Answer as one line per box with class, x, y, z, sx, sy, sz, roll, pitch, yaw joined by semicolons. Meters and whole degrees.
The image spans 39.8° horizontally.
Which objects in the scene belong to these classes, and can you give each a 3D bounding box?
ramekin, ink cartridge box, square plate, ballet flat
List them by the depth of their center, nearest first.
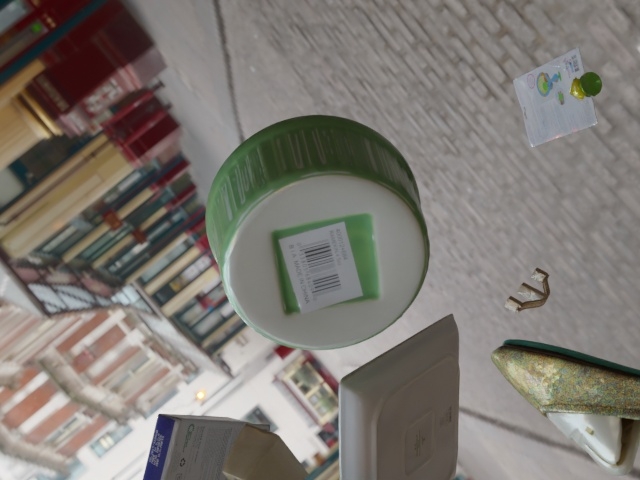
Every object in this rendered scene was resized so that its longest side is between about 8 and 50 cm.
ballet flat;0.322;0.174;0.824;0.348;0.123;0.123;8;154;23
ramekin;0.000;0.000;1.177;0.303;0.303;0.148;54;-170;-28
square plate;0.152;0.338;1.518;0.049;0.344;0.347;12;112;37
ink cartridge box;-0.249;0.525;1.816;0.071;0.324;0.330;8;172;30

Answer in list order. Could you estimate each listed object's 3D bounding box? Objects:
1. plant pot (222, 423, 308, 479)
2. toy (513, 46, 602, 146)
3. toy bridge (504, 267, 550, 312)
plant pot;-0.108;0.407;1.576;0.109;0.096;0.109;3;132;52
toy;0.444;-0.261;1.623;0.237;0.056;0.137;165;91;-78
toy bridge;0.465;0.117;1.932;0.063;0.188;0.026;30;124;20
